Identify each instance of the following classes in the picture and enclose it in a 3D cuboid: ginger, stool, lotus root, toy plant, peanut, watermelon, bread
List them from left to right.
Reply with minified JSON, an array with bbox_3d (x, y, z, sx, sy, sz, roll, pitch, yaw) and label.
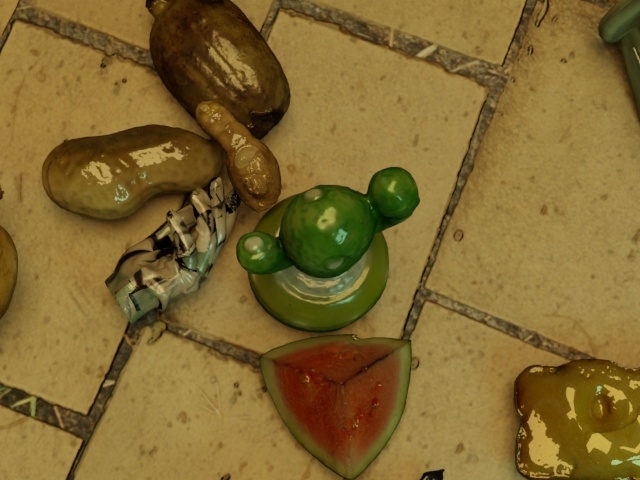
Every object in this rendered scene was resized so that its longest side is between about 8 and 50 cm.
[{"bbox_3d":[-0.244,-0.089,1.727,0.236,0.120,0.110,-8,118,-8],"label":"peanut"},{"bbox_3d":[-0.147,-0.245,1.769,0.145,0.128,0.260,-39,78,-3],"label":"lotus root"},{"bbox_3d":[-0.099,-0.110,1.691,0.067,0.096,0.165,-34,72,5],"label":"ginger"},{"bbox_3d":[0.000,0.000,1.606,0.224,0.316,0.184,-20,76,-11],"label":"toy plant"},{"bbox_3d":[0.012,0.189,1.671,0.145,0.137,0.193,11,69,37],"label":"watermelon"},{"bbox_3d":[0.360,0.236,1.678,0.233,0.088,0.161,4,68,1],"label":"bread"},{"bbox_3d":[0.506,-0.259,1.781,0.195,0.195,0.199,-28,82,-11],"label":"stool"}]

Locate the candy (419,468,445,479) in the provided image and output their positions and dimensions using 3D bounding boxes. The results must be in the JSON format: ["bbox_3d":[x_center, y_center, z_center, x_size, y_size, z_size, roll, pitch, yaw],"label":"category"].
[{"bbox_3d":[0.203,0.370,1.649,0.226,0.051,0.094,30,64,4],"label":"candy"}]

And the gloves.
[{"bbox_3d":[-0.177,0.013,1.699,0.212,0.127,0.111,-34,87,-8],"label":"gloves"}]

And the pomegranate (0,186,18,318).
[{"bbox_3d":[-0.476,0.038,1.626,0.207,0.207,0.207,1,73,-3],"label":"pomegranate"}]
